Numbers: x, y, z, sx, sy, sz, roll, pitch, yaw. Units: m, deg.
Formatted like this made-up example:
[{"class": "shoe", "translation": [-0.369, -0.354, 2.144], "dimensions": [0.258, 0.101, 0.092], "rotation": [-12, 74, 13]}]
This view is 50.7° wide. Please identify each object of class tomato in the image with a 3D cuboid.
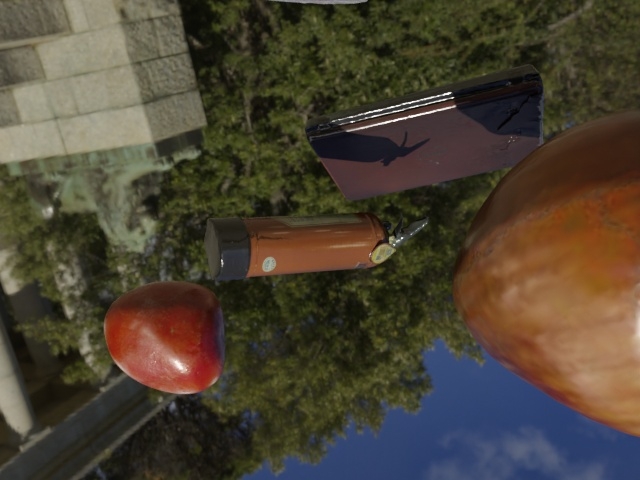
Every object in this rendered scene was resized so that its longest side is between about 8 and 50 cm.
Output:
[{"class": "tomato", "translation": [-0.222, 0.135, 0.966], "dimensions": [0.174, 0.166, 0.082], "rotation": [0, 167, -12]}]

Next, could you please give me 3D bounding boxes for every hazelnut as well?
[{"class": "hazelnut", "translation": [0.184, 0.026, 0.399], "dimensions": [0.214, 0.214, 0.176], "rotation": [1, -130, 34]}]

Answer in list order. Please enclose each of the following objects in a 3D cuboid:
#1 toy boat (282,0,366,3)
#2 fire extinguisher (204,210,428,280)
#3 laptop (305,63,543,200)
[{"class": "toy boat", "translation": [-0.009, -0.561, 1.239], "dimensions": [0.276, 0.293, 0.111], "rotation": [16, -173, -7]}, {"class": "fire extinguisher", "translation": [0.000, 0.000, 0.536], "dimensions": [0.177, 0.062, 0.050], "rotation": [-4, -124, -24]}, {"class": "laptop", "translation": [0.104, -0.095, 0.643], "dimensions": [0.207, 0.026, 0.154], "rotation": [-11, 158, 14]}]
